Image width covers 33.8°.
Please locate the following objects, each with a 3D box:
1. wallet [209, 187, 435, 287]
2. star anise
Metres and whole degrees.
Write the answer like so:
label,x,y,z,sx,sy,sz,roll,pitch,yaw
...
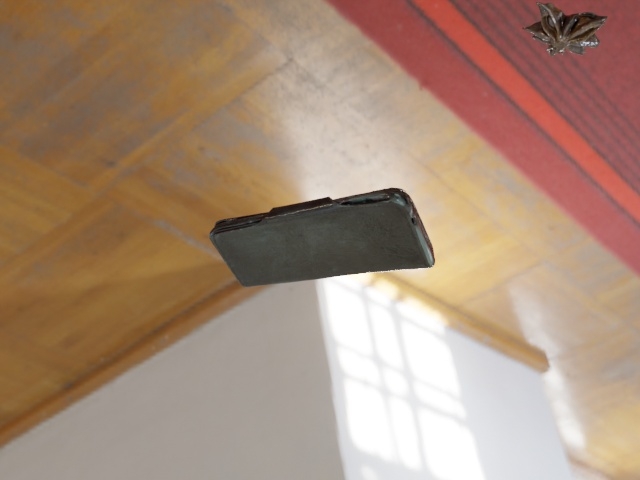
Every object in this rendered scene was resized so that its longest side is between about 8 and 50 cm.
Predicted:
label,x,y,z,sx,sy,sz,roll,pitch,yaw
wallet,0.000,0.000,1.598,0.318,0.045,0.172,-9,140,19
star anise,0.379,-0.324,1.661,0.124,0.056,0.129,13,158,4
